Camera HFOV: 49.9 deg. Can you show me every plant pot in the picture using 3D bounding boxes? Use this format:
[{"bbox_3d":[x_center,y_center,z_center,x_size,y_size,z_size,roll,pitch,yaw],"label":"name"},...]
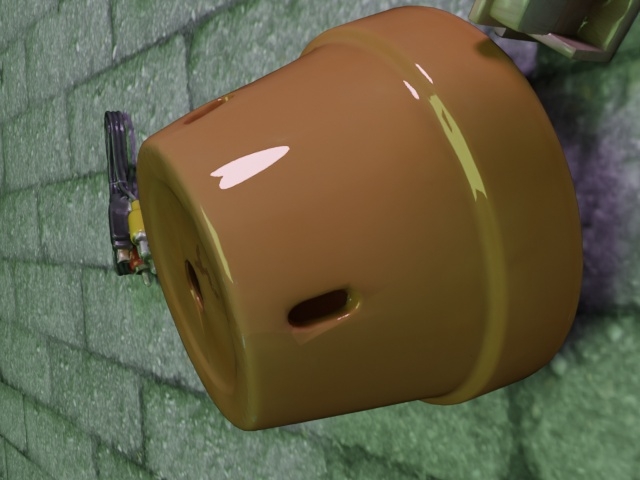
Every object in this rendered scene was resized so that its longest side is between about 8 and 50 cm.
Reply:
[{"bbox_3d":[0.000,0.000,0.487,0.291,0.203,0.291,47,148,44],"label":"plant pot"}]

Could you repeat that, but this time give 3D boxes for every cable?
[{"bbox_3d":[-0.292,-0.062,1.064,0.139,0.072,0.287,114,149,-56],"label":"cable"}]

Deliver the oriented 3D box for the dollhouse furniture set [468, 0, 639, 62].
[{"bbox_3d":[0.051,-0.261,0.324,0.174,0.355,0.303,48,131,37],"label":"dollhouse furniture set"}]
